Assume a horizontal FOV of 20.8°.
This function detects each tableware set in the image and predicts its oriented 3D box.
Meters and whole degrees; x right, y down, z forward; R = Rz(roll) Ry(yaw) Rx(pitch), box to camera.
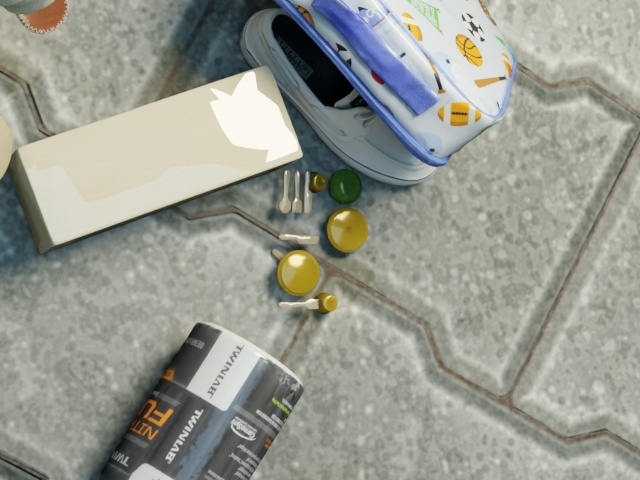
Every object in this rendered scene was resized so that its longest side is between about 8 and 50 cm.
[{"bbox_3d":[0.000,0.000,1.833,0.104,0.024,0.154,2,87,-23],"label":"tableware set"}]

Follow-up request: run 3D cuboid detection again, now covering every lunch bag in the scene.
[{"bbox_3d":[0.064,-0.229,1.747,0.115,0.243,0.303,-37,104,29],"label":"lunch bag"}]

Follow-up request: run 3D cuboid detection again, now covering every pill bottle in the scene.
[{"bbox_3d":[-0.131,0.213,1.724,0.130,0.130,0.245,35,78,-16],"label":"pill bottle"}]

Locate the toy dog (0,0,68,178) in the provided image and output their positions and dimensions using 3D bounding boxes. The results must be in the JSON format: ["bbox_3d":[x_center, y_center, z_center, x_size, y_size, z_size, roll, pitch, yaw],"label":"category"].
[{"bbox_3d":[-0.326,-0.194,1.642,0.220,0.161,0.333,38,110,22],"label":"toy dog"}]

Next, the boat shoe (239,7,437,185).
[{"bbox_3d":[0.028,-0.146,1.810,0.258,0.084,0.095,34,78,-16],"label":"boat shoe"}]

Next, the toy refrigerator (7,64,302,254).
[{"bbox_3d":[-0.166,-0.081,1.739,0.269,0.094,0.102,-21,91,-20],"label":"toy refrigerator"}]
